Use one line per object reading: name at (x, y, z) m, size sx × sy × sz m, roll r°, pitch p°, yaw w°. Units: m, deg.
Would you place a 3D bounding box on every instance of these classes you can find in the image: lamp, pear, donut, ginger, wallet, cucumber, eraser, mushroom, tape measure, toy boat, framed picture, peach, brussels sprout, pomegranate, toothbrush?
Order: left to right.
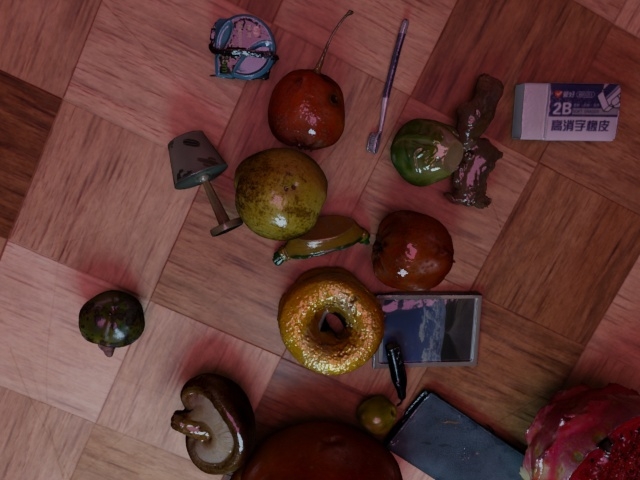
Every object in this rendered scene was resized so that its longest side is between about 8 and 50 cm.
pomegranate at (-0.456, 0.191, 1.166) m, size 0.138 × 0.125 × 0.163 m, roll 9°, pitch 101°, yaw -18°
lamp at (-0.241, -0.116, 1.120) m, size 0.121 × 0.121 × 0.215 m, roll -24°, pitch 90°, yaw 1°
mushroom at (-0.226, 0.407, 1.204) m, size 0.194 × 0.138 × 0.232 m, roll 9°, pitch 106°, yaw 14°
tape measure at (-0.157, -0.395, 1.095) m, size 0.146 × 0.081 × 0.125 m, roll 3°, pitch 104°, yaw -4°
pear at (-0.089, -0.099, 1.093) m, size 0.197 × 0.197 × 0.197 m, roll -1°, pitch 101°, yaw -3°
peach at (-0.012, 0.591, 1.179) m, size 0.405 × 0.310 × 0.335 m, roll 2°, pitch 97°, yaw -3°
toy boat at (0.000, 0.000, 1.188) m, size 0.229 × 0.089 × 0.088 m, roll -12°, pitch 140°, yaw -2°
donut at (0.022, 0.186, 1.206) m, size 0.253 × 0.118 × 0.254 m, roll 0°, pitch 92°, yaw 9°
pear at (0.132, 0.416, 1.266) m, size 0.097 × 0.092 × 0.092 m, roll -13°, pitch 105°, yaw 42°
toothbrush at (0.146, -0.331, 1.156) m, size 0.026 × 0.024 × 0.288 m, roll 15°, pitch 101°, yaw 8°
cucumber at (0.183, 0.319, 1.256) m, size 0.043 × 0.039 × 0.163 m, roll -9°, pitch 104°, yaw 20°
brussels sprout at (0.219, -0.184, 1.129) m, size 0.117 × 0.155 × 0.155 m, roll -8°, pitch 104°, yaw -39°
framed picture at (0.251, 0.212, 1.266) m, size 0.259 × 0.023 × 0.189 m, roll 0°, pitch 103°, yaw -4°
wallet at (0.355, 0.533, 1.319) m, size 0.379 × 0.046 × 0.191 m, roll 35°, pitch 96°, yaw -8°
ginger at (0.342, -0.214, 1.157) m, size 0.122 × 0.084 × 0.290 m, roll 5°, pitch 100°, yaw 2°
eraser at (0.532, -0.280, 1.164) m, size 0.210 × 0.068 × 0.125 m, roll 0°, pitch 103°, yaw -3°

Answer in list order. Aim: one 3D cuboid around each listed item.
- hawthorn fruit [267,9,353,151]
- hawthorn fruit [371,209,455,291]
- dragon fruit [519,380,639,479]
hawthorn fruit at (-0.012, -0.325, 1.079) m, size 0.165 × 0.165 × 0.286 m, roll 11°, pitch 102°, yaw -5°
hawthorn fruit at (0.212, 0.029, 1.153) m, size 0.200 × 0.179 × 0.179 m, roll 16°, pitch 99°, yaw -15°
dragon fruit at (0.619, 0.483, 1.221) m, size 0.386 × 0.249 × 0.371 m, roll -37°, pitch 117°, yaw -3°
